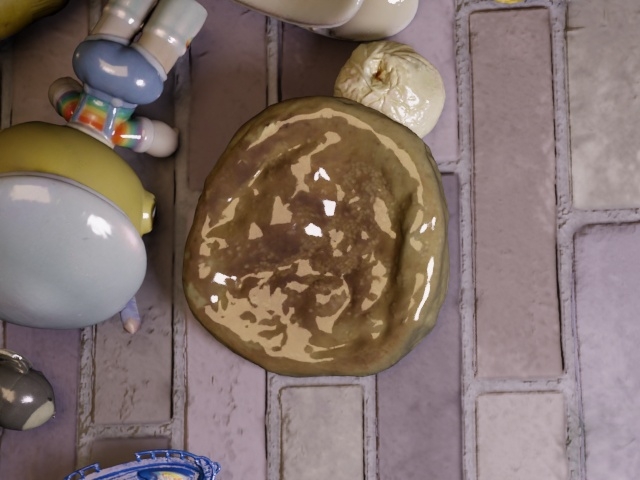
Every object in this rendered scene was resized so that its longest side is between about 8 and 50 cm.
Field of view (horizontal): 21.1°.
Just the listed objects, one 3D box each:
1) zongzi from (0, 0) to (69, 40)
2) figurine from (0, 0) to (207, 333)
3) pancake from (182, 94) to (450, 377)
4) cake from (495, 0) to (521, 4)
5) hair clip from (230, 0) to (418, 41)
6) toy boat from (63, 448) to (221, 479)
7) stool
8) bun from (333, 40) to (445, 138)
[{"bbox_3d":[-0.419,-0.277,1.875,0.274,0.300,0.145,-26,109,-28],"label":"zongzi"},{"bbox_3d":[-0.258,-0.102,1.741,0.225,0.205,0.381,12,79,2],"label":"figurine"},{"bbox_3d":[0.000,0.000,1.717,0.294,0.049,0.294,0,91,12],"label":"pancake"},{"bbox_3d":[0.231,-0.333,1.753,0.116,0.080,0.185,12,76,17],"label":"cake"},{"bbox_3d":[-0.034,-0.302,1.769,0.282,0.113,0.172,32,108,11],"label":"hair clip"},{"bbox_3d":[-0.182,0.251,1.695,0.175,0.110,0.091,-19,75,5],"label":"toy boat"},{"bbox_3d":[-0.392,0.172,1.732,0.228,0.153,0.139,2,78,12],"label":"stool"},{"bbox_3d":[0.069,-0.151,1.751,0.115,0.069,0.115,-2,79,12],"label":"bun"}]
